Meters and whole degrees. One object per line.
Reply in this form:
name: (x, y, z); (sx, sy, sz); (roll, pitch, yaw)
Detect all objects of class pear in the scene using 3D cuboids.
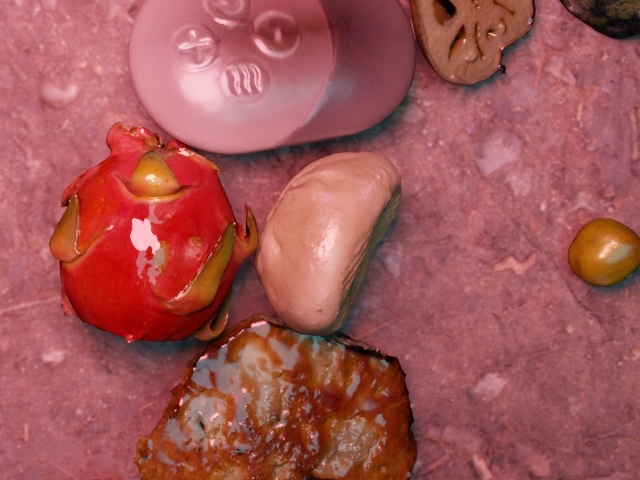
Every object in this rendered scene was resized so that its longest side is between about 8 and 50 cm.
pear: (0.383, 0.018, 1.116); (0.092, 0.097, 0.092); (1, 89, -45)

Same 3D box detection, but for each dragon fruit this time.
dragon fruit: (-0.182, -0.001, 0.920); (0.224, 0.224, 0.227); (22, 91, -16)

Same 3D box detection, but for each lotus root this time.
lotus root: (0.170, -0.294, 1.012); (0.183, 0.078, 0.203); (-25, 119, -25)

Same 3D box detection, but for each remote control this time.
remote control: (-0.049, -0.213, 0.951); (0.332, 0.103, 0.221); (-11, 82, -16)

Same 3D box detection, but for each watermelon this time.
watermelon: (0.379, -0.366, 1.024); (0.136, 0.207, 0.202); (-5, 83, -39)

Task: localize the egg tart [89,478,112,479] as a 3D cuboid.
egg tart: (-0.254, 0.395, 0.977); (0.202, 0.202, 0.147); (42, 99, -16)

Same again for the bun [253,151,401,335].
bun: (0.000, 0.000, 0.971); (0.133, 0.231, 0.231); (22, 94, 10)

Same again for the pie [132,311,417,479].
pie: (-0.045, 0.243, 1.041); (0.355, 0.103, 0.288); (16, 94, -20)
